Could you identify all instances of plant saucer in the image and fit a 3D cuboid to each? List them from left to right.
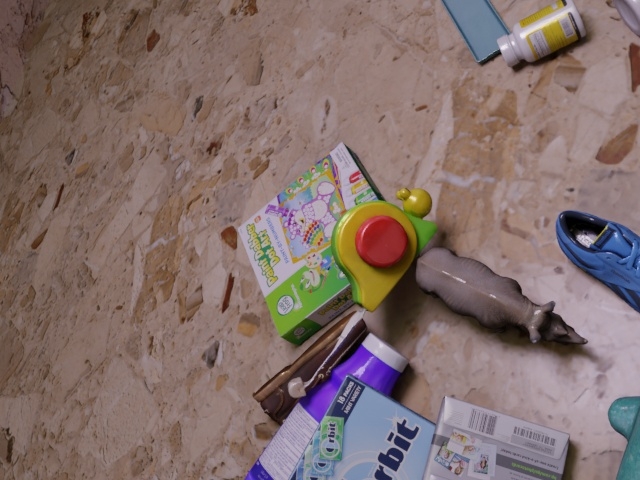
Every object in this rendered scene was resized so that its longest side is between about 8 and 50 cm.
[{"bbox_3d":[0.260,-0.372,1.054,0.067,0.018,0.192,-31,51,20],"label":"plant saucer"}]

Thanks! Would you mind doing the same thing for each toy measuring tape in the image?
[{"bbox_3d":[0.033,0.051,0.848,0.330,0.121,0.121,-51,48,-7],"label":"toy measuring tape"}]

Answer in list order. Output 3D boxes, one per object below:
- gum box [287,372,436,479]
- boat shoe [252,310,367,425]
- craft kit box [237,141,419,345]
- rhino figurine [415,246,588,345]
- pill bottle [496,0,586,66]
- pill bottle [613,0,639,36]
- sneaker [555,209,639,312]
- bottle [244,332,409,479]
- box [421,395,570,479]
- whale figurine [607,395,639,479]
[{"bbox_3d":[0.075,0.278,0.768,0.184,0.041,0.157,30,85,8],"label":"gum box"},{"bbox_3d":[-0.004,0.190,0.923,0.207,0.073,0.073,-43,87,14],"label":"boat shoe"},{"bbox_3d":[0.000,0.000,1.026,0.246,0.061,0.250,-41,49,15],"label":"craft kit box"},{"bbox_3d":[0.219,0.077,0.787,0.243,0.106,0.073,28,85,42],"label":"rhino figurine"},{"bbox_3d":[0.328,-0.308,0.938,0.116,0.065,0.065,-23,55,25],"label":"pill bottle"},{"bbox_3d":[0.480,-0.350,0.835,0.152,0.086,0.086,-34,51,17],"label":"pill bottle"},{"bbox_3d":[0.361,0.029,0.727,0.069,0.082,0.209,-50,49,1],"label":"sneaker"},{"bbox_3d":[0.013,0.258,0.851,0.118,0.092,0.283,34,88,34],"label":"bottle"},{"bbox_3d":[0.186,0.288,0.707,0.145,0.038,0.186,15,74,11],"label":"box"},{"bbox_3d":[0.338,0.234,0.583,0.272,0.141,0.216,-52,43,21],"label":"whale figurine"}]
